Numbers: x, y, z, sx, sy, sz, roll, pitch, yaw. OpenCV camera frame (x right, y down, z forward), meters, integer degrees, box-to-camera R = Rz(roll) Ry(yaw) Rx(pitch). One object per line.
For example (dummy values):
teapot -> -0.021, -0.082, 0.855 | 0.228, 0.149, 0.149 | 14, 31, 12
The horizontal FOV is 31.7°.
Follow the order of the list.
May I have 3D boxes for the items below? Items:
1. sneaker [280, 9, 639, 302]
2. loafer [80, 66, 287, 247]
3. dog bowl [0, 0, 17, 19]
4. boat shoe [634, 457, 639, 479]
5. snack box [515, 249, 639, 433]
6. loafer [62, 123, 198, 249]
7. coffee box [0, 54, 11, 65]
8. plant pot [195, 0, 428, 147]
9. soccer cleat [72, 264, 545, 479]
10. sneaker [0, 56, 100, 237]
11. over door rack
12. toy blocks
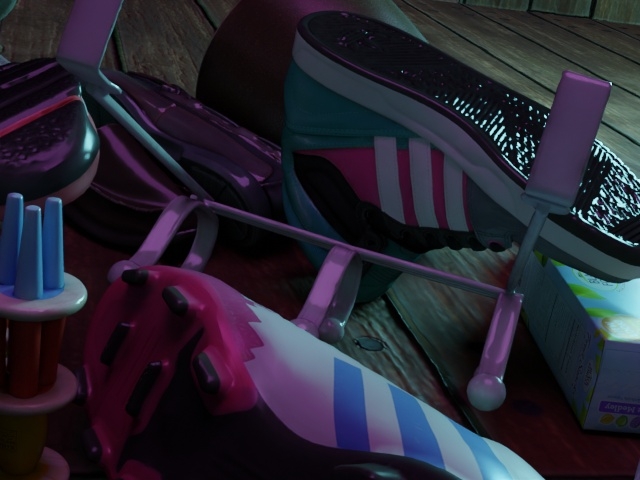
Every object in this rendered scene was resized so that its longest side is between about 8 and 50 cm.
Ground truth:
sneaker -> 0.081, -0.017, 0.792 | 0.295, 0.178, 0.124 | 36, 40, 23
loafer -> -0.114, -0.081, 0.971 | 0.084, 0.096, 0.267 | -30, 48, -32
dog bowl -> -0.495, -0.294, 1.050 | 0.408, 0.150, 0.408 | -9, -7, -1
boat shoe -> 0.206, 0.136, 0.529 | 0.109, 0.094, 0.302 | 14, 20, 14
snack box -> 0.243, 0.061, 0.787 | 0.174, 0.070, 0.207 | 6, 19, -5
loafer -> -0.174, -0.054, 0.907 | 0.220, 0.078, 0.080 | 20, 23, 30
coffee box -> -0.375, -0.122, 0.948 | 0.168, 0.119, 0.297 | -3, 23, -31
plant pot -> 0.042, -0.099, 0.988 | 0.215, 0.215, 0.230 | -9, 41, -41
soccer cleat -> 0.002, 0.111, 0.525 | 0.143, 0.116, 0.331 | 22, 5, -41
sneaker -> -0.214, -0.034, 0.701 | 0.116, 0.136, 0.314 | -31, 26, -31
over door rack -> 0.000, 0.000, 0.613 | 0.239, 0.108, 0.324 | 16, -20, 9
toy blocks -> -0.156, 0.037, 0.563 | 0.054, 0.148, 0.123 | -2, 23, -29
